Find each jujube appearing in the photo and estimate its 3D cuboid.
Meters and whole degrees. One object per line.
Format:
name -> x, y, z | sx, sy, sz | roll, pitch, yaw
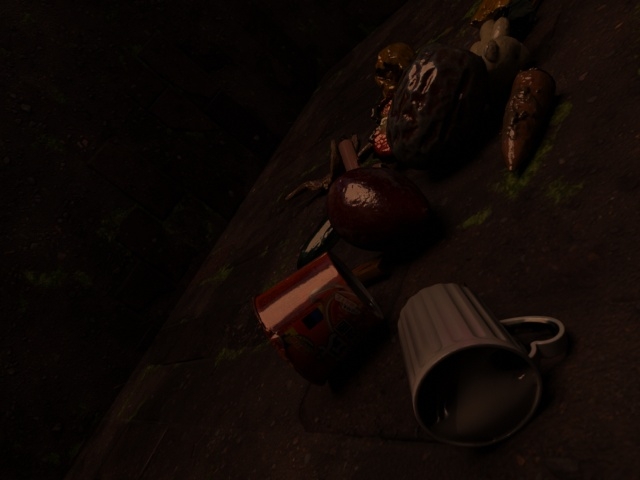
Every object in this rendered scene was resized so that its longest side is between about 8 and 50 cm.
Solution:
jujube -> 0.283, -0.330, 1.349 | 0.246, 0.215, 0.308 | -121, 46, -70

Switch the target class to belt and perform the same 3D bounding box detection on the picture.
belt -> 0.554, -0.628, 1.531 | 0.140, 0.105, 0.058 | -44, 17, -11

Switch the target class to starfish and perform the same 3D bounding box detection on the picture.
starfish -> 0.054, -0.293, 2.012 | 0.384, 0.132, 0.398 | -48, 5, -13

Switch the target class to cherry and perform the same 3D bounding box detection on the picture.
cherry -> 0.141, -0.073, 1.264 | 0.300, 0.230, 0.203 | 22, 98, 53

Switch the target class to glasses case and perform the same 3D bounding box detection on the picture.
glasses case -> 0.106, 0.087, 1.325 | 0.170, 0.041, 0.064 | -32, 13, 45

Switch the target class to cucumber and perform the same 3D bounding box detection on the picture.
cucumber -> 0.000, 0.000, 1.695 | 0.244, 0.063, 0.115 | -55, 19, -8

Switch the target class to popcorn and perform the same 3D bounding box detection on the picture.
popcorn -> 0.288, -0.607, 1.971 | 0.190, 0.191, 0.253 | -50, 22, 49

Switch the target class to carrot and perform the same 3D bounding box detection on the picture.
carrot -> 0.437, -0.249, 1.144 | 0.102, 0.102, 0.263 | -19, 43, 57

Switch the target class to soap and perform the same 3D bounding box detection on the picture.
soap -> 0.629, -0.800, 1.686 | 0.324, 0.096, 0.204 | -57, 20, -17

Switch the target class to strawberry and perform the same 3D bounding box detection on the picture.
strawberry -> 0.295, -0.339, 1.589 | 0.306, 0.138, 0.233 | -4, 69, 41

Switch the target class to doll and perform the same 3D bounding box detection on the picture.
doll -> 0.474, -0.501, 1.439 | 0.149, 0.175, 0.278 | -10, 40, 13

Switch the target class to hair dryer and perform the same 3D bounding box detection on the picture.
hair dryer -> 0.113, -0.225, 1.626 | 0.189, 0.107, 0.344 | -43, 44, 29

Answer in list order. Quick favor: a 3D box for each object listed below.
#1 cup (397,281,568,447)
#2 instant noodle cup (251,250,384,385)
cup -> 0.227, 0.172, 0.783 | 0.202, 0.221, 0.166 | -96, 14, -68
instant noodle cup -> 0.003, 0.154, 1.151 | 0.192, 0.250, 0.250 | -40, 21, 8
